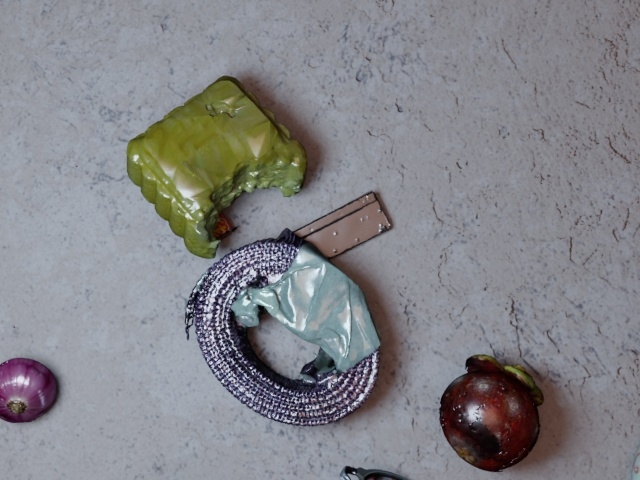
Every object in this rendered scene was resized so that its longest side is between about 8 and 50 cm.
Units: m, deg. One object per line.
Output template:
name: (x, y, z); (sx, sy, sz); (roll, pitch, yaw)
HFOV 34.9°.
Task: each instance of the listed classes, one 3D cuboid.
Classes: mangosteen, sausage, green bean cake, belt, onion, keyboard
mangosteen: (0.268, 0.261, 1.573); (0.166, 0.166, 0.180); (31, 57, 6)
sausage: (-0.196, -0.066, 1.683); (0.050, 0.048, 0.145); (-40, 80, 38)
green bean cake: (-0.163, -0.120, 1.618); (0.236, 0.124, 0.233); (-39, 83, -18)
belt: (-0.049, 0.146, 1.612); (0.325, 0.122, 0.260); (43, 93, 3)
onion: (-0.486, 0.240, 1.652); (0.115, 0.115, 0.104); (-17, 40, 2)
keyboard: (0.000, 0.000, 1.677); (0.231, 0.023, 0.072); (-27, 91, 1)

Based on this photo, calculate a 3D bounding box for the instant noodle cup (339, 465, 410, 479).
instant noodle cup: (0.112, 0.496, 1.524); (0.302, 0.258, 0.182); (37, 102, 13)

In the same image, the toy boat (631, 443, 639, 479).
toy boat: (0.567, 0.341, 1.582); (0.134, 0.079, 0.208); (37, 86, 3)
